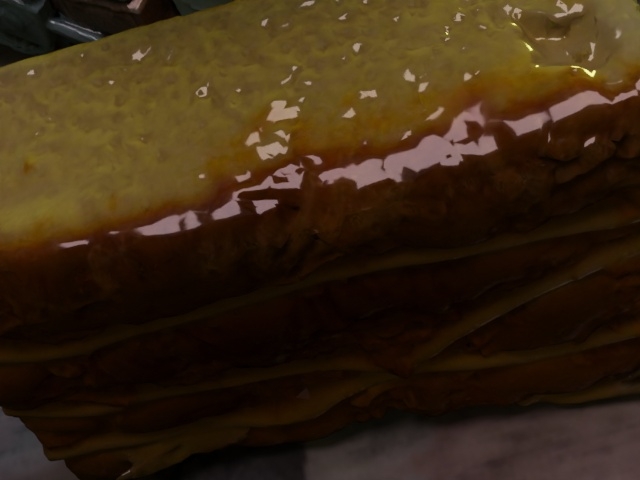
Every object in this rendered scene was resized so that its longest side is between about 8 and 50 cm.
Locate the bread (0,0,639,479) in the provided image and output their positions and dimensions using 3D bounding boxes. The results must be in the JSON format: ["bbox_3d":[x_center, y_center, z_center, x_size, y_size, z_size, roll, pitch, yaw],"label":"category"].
[{"bbox_3d":[0.000,0.000,0.593,0.275,0.184,0.114,-11,52,11],"label":"bread"}]

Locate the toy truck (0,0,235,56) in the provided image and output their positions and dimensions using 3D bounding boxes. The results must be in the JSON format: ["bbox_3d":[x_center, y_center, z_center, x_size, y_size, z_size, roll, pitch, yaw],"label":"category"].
[{"bbox_3d":[-0.081,-0.158,0.748,0.305,0.136,0.162,16,63,27],"label":"toy truck"}]
